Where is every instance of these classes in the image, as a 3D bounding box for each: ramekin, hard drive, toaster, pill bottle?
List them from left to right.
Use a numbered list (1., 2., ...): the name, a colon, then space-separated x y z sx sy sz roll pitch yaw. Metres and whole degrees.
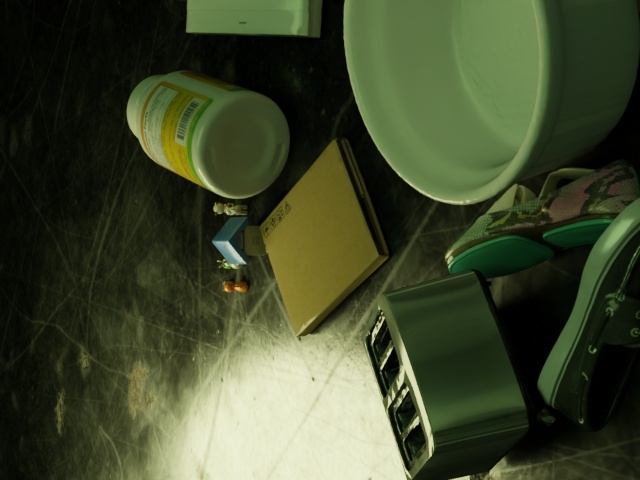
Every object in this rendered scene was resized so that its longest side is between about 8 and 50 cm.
1. pill bottle: -0.158 -0.149 1.538 0.245 0.136 0.136 27 112 52
2. hard drive: -0.077 -0.411 1.457 0.203 0.040 0.308 9 99 36
3. toaster: 0.122 0.133 1.118 0.186 0.110 0.168 108 147 -63
4. ramekin: 0.153 -0.179 1.049 0.277 0.135 0.277 30 126 51

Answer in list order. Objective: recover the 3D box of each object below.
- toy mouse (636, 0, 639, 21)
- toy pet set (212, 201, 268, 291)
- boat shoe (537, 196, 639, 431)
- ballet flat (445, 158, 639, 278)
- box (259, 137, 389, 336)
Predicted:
1. toy mouse: 0.242 -0.245 1.055 0.161 0.031 0.143 -48 53 44
2. toy pet set: -0.123 0.009 1.552 0.114 0.065 0.122 0 91 55
3. boat shoe: 0.258 0.070 1.000 0.076 0.080 0.229 46 128 37
4. ballet flat: 0.207 -0.022 1.085 0.221 0.076 0.079 -22 54 48
5. box: 0.000 0.000 1.414 0.201 0.021 0.165 -47 54 44
